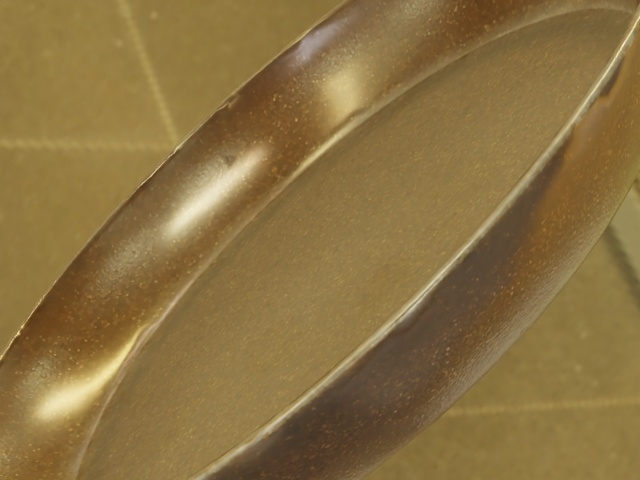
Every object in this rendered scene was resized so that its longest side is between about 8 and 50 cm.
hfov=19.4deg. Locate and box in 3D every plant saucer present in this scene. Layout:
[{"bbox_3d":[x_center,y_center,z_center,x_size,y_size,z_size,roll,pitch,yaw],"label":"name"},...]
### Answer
[{"bbox_3d":[0.000,0.000,0.610,0.050,0.310,0.310,47,40,-17],"label":"plant saucer"}]
